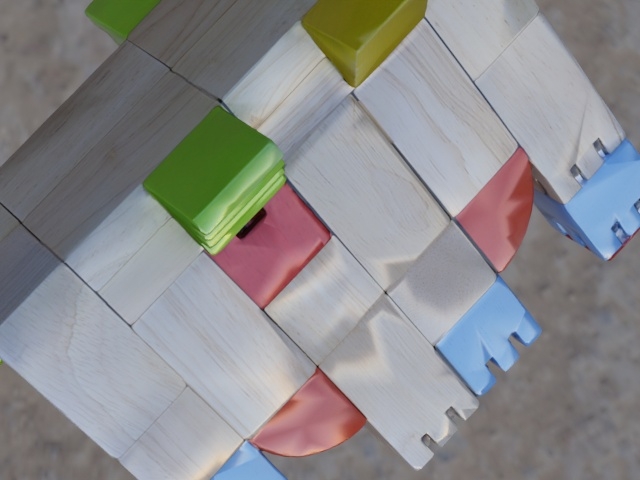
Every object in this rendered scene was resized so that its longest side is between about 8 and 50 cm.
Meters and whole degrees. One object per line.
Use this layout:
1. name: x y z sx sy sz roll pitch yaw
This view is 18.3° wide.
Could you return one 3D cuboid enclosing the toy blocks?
1. toy blocks: 0.000 0.000 0.963 0.381 0.191 0.261 -46 128 -7
